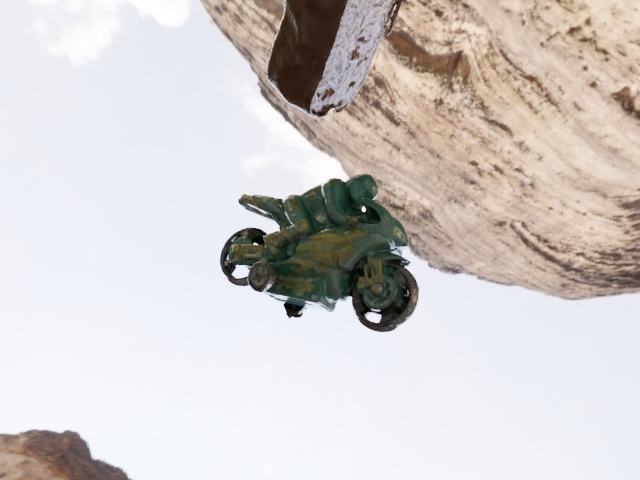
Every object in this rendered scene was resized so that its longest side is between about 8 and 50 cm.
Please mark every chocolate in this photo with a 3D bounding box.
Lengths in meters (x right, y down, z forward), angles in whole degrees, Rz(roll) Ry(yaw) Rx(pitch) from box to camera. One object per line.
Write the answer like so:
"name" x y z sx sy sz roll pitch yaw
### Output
"chocolate" 0.016 -0.255 0.735 0.093 0.148 0.214 36 -58 16

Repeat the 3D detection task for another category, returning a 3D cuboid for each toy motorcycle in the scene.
"toy motorcycle" -0.002 0.000 0.817 0.297 0.109 0.198 8 -108 31
